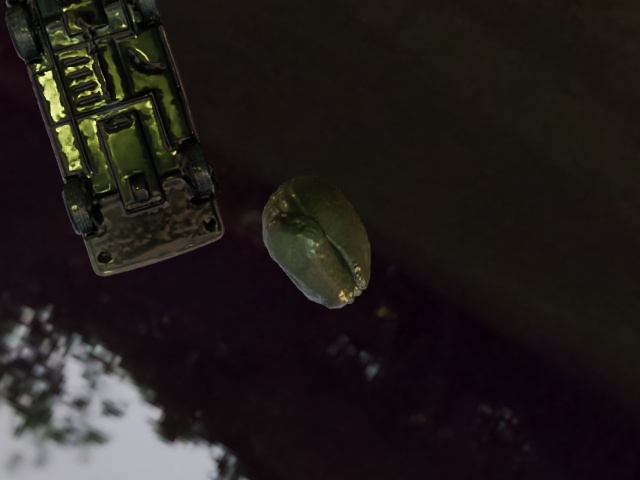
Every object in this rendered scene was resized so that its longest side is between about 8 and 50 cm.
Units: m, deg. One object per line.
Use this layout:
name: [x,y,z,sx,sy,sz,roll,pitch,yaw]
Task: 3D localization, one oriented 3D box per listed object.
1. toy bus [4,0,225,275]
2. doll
toy bus: [-0.129,-0.084,0.909,0.108,0.096,0.199,-157,49,-84]
doll: [0.000,0.000,1.088,0.103,0.071,0.214,51,-175,-2]
